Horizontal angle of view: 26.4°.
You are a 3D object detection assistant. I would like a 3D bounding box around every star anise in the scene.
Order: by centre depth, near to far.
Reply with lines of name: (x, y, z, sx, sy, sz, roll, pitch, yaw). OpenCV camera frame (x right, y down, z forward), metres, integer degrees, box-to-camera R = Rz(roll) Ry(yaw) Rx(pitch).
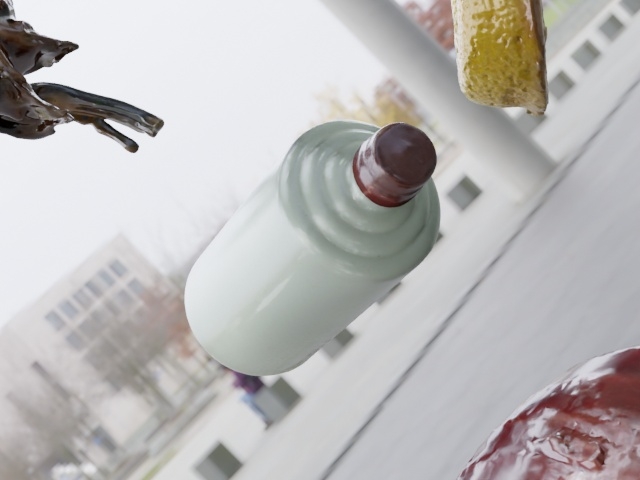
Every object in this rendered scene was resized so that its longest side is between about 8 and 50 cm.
star anise: (-0.281, -0.117, 1.140, 0.346, 0.237, 0.148, 0, -17, -41)

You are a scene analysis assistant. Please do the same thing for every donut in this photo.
donut: (0.116, -0.170, 0.909, 0.066, 0.178, 0.162, -4, -3, 9)

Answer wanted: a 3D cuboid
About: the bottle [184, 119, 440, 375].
bottle: (0.000, 0.000, 0.832, 0.104, 0.104, 0.245, -45, 0, -34)

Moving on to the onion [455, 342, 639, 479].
onion: (0.175, 0.173, 0.578, 0.276, 0.276, 0.276, -45, 0, 0)
